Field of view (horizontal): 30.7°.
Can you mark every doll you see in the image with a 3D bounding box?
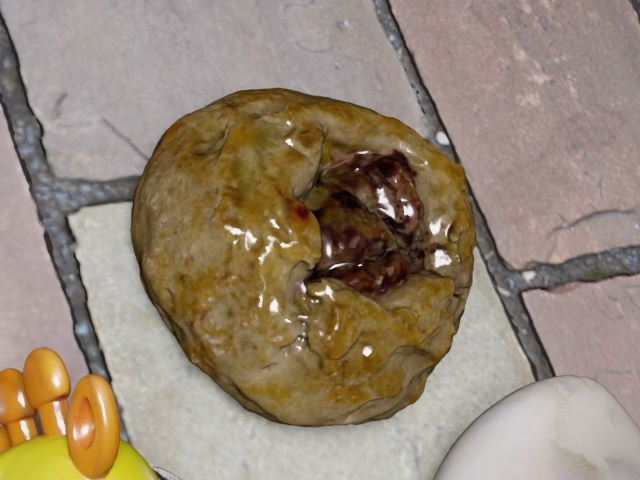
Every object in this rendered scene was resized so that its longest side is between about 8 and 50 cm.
[{"bbox_3d":[-0.102,0.157,0.565,0.135,0.143,0.221,-21,83,-37],"label":"doll"},{"bbox_3d":[0.178,0.193,0.666,0.221,0.221,0.251,-2,64,-33],"label":"doll"}]

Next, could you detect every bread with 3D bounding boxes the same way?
[{"bbox_3d":[0.000,0.000,0.728,0.230,0.123,0.230,17,53,-23],"label":"bread"}]
